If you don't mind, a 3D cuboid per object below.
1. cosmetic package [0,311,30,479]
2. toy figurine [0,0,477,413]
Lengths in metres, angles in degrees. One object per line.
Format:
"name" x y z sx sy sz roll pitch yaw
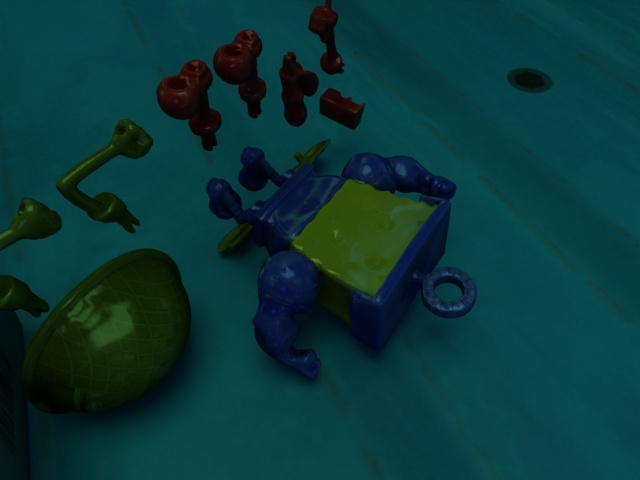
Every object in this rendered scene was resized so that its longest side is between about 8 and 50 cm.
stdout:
"cosmetic package" -0.355 0.124 0.241 0.365 0.155 0.197 -14 51 -21
"toy figurine" 0.000 0.000 0.353 0.217 0.191 0.362 29 56 17
